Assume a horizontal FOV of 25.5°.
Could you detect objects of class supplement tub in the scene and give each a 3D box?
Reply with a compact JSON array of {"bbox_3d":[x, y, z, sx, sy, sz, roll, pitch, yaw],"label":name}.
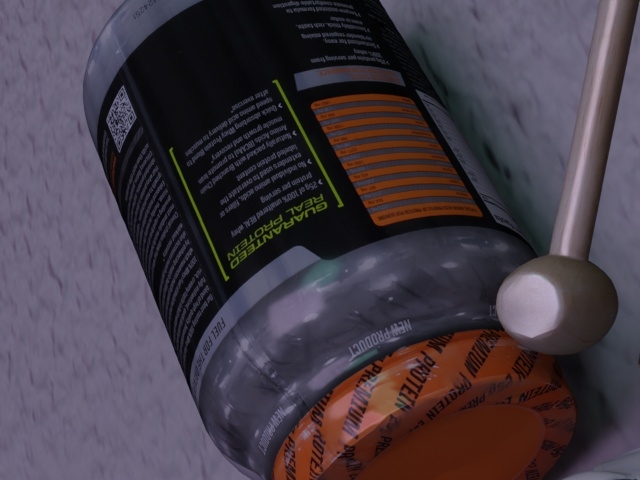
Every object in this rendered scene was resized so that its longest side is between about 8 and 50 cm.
[{"bbox_3d":[0.000,0.000,0.769,0.193,0.193,0.316,-47,49,26],"label":"supplement tub"}]

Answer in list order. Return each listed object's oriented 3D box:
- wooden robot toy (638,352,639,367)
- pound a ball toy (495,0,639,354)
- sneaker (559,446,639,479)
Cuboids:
[{"bbox_3d":[0.224,0.077,0.628,0.173,0.076,0.079,-6,109,45],"label":"wooden robot toy"},{"bbox_3d":[0.172,-0.083,0.537,0.208,0.136,0.319,13,105,30],"label":"pound a ball toy"},{"bbox_3d":[0.093,0.171,0.673,0.258,0.091,0.094,-54,47,39],"label":"sneaker"}]
